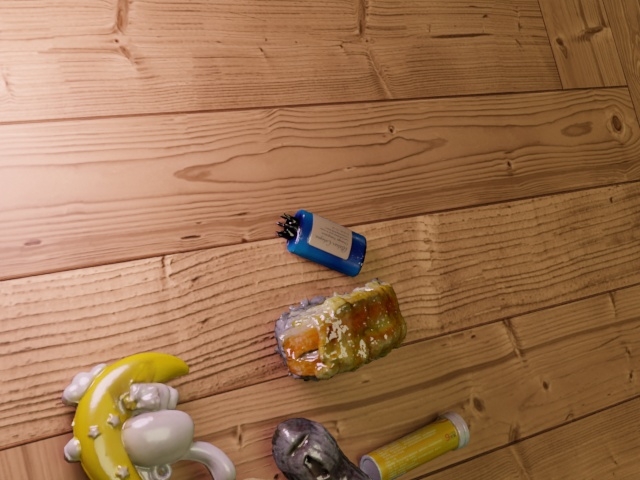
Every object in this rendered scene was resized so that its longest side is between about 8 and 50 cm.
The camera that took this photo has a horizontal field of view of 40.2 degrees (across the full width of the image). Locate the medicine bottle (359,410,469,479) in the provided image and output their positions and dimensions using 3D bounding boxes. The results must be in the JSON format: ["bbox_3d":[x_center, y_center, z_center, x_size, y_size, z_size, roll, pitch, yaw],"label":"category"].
[{"bbox_3d":[0.177,0.390,1.633,0.218,0.074,0.074,-16,86,-33],"label":"medicine bottle"}]

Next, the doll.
[{"bbox_3d":[-0.274,0.294,1.357,0.252,0.111,0.237,-6,65,-32],"label":"doll"}]

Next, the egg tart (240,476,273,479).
[{"bbox_3d":[-0.104,0.514,1.401,0.297,0.132,0.297,-1,93,-30],"label":"egg tart"}]

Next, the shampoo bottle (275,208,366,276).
[{"bbox_3d":[0.000,0.000,1.640,0.183,0.050,0.087,23,69,-25],"label":"shampoo bottle"}]

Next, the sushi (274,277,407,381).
[{"bbox_3d":[0.041,0.158,1.549,0.274,0.184,0.140,-15,90,-38],"label":"sushi"}]

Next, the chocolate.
[{"bbox_3d":[0.009,0.400,1.507,0.248,0.110,0.110,51,57,-14],"label":"chocolate"}]
